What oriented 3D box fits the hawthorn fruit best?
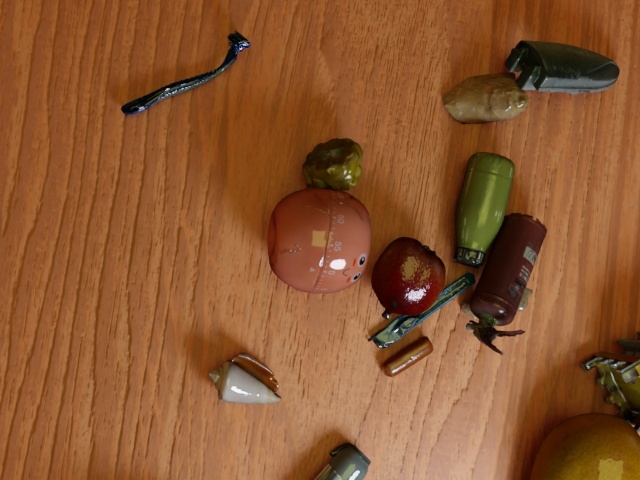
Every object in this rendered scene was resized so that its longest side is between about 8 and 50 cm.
[{"bbox_3d":[0.186,0.089,1.579,0.169,0.169,0.188,39,92,-3],"label":"hawthorn fruit"}]

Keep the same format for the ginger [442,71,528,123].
[{"bbox_3d":[0.394,-0.328,1.668,0.193,0.122,0.115,-13,107,-3],"label":"ginger"}]

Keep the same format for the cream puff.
[{"bbox_3d":[0.034,-0.154,1.602,0.146,0.146,0.116,-27,128,-9],"label":"cream puff"}]

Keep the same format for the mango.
[{"bbox_3d":[0.585,0.564,1.568,0.263,0.221,0.378,33,95,4],"label":"mango"}]

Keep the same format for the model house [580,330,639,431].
[{"bbox_3d":[0.761,0.317,1.607,0.215,0.224,0.198,-28,89,-9],"label":"model house"}]

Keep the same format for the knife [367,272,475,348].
[{"bbox_3d":[0.240,0.161,1.645,0.296,0.026,0.044,-35,79,-9],"label":"knife"}]

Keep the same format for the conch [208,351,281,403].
[{"bbox_3d":[-0.160,0.308,1.543,0.176,0.094,0.104,13,44,-11],"label":"conch"}]

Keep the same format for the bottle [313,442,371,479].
[{"bbox_3d":[0.002,0.558,1.555,0.254,0.079,0.096,-46,54,-8],"label":"bottle"}]

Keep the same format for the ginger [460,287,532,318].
[{"bbox_3d":[0.418,0.148,1.660,0.173,0.051,0.070,-19,85,-11],"label":"ginger"}]

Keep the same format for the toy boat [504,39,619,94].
[{"bbox_3d":[0.598,-0.408,1.694,0.319,0.092,0.141,-4,54,-25],"label":"toy boat"}]

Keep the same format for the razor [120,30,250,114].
[{"bbox_3d":[-0.301,-0.364,1.601,0.324,0.093,0.056,-33,126,-6],"label":"razor"}]

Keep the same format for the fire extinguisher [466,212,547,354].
[{"bbox_3d":[0.424,0.101,1.583,0.106,0.147,0.337,40,65,-32],"label":"fire extinguisher"}]

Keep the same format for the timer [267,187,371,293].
[{"bbox_3d":[0.000,0.000,1.522,0.214,0.229,0.230,3,85,-14],"label":"timer"}]

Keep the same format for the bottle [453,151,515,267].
[{"bbox_3d":[0.371,-0.068,1.639,0.112,0.112,0.260,16,83,-6],"label":"bottle"}]

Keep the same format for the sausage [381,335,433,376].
[{"bbox_3d":[0.199,0.269,1.622,0.131,0.041,0.039,-32,112,-9],"label":"sausage"}]
